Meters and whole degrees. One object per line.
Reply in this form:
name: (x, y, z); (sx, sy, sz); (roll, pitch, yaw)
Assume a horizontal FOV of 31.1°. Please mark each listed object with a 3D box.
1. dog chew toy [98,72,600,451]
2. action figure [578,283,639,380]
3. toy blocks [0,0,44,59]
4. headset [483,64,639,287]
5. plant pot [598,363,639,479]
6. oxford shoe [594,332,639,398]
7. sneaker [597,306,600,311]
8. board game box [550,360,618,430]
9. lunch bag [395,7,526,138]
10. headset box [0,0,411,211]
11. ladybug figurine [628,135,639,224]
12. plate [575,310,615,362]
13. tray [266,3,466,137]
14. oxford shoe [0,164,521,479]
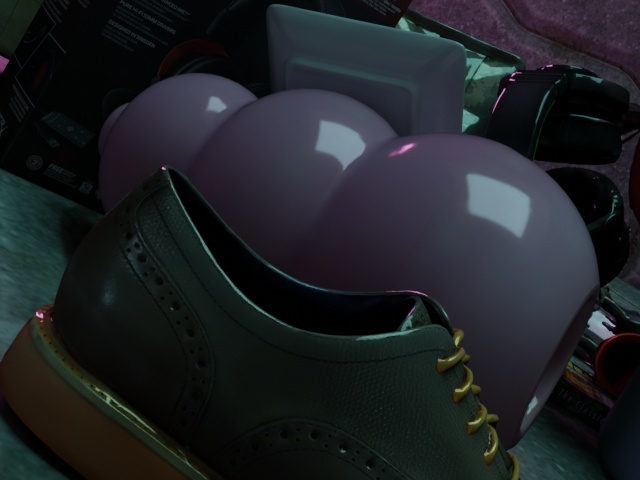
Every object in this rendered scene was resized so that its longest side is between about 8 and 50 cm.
dog chew toy: (0.000, 0.000, 0.725); (0.332, 0.207, 0.206); (28, 8, 18)
action figure: (0.282, 0.053, 1.383); (0.141, 0.164, 0.276); (4, -36, 53)
toy blocks: (-0.210, -0.183, 1.045); (0.381, 0.191, 0.261); (27, 1, -29)
headset: (0.272, -0.066, 1.162); (0.185, 0.243, 0.394); (6, 25, 27)
plant pot: (0.358, 0.183, 1.052); (0.165, 0.166, 0.234); (32, 1, -4)
oxford shoe: (0.428, 0.183, 1.274); (0.271, 0.097, 0.098); (34, 5, 7)
sneaker: (0.428, 0.103, 1.890); (0.047, 0.057, 0.119); (42, 15, 32)
board game box: (0.276, 0.160, 1.253); (0.259, 0.030, 0.136); (34, 8, 4)
lunch bag: (0.040, -0.135, 1.249); (0.287, 0.235, 0.169); (27, -24, 8)
headset box: (-0.086, -0.154, 0.871); (0.218, 0.293, 0.110); (27, 12, -34)
ladybug figurine: (0.430, 0.015, 1.106); (0.449, 0.162, 0.305); (47, 12, -30)
plate: (0.338, 0.100, 1.669); (0.277, 0.045, 0.278); (32, 10, -1)
tray: (0.027, -0.035, 0.836); (0.145, 0.270, 0.030); (15, 43, 19)
oxford shoe: (0.042, 0.104, 0.506); (0.363, 0.133, 0.130); (32, 10, -5)
